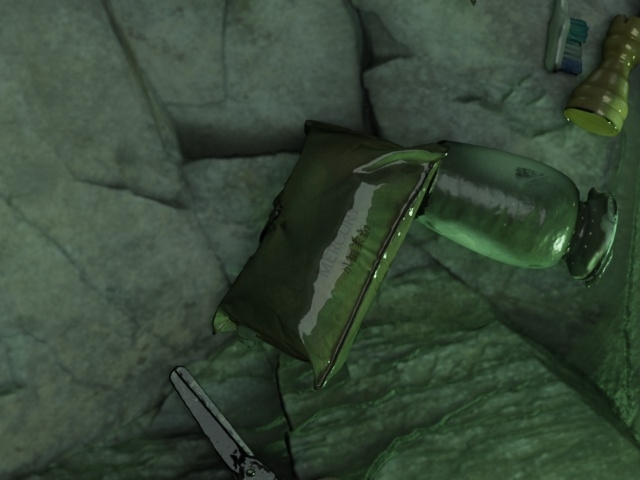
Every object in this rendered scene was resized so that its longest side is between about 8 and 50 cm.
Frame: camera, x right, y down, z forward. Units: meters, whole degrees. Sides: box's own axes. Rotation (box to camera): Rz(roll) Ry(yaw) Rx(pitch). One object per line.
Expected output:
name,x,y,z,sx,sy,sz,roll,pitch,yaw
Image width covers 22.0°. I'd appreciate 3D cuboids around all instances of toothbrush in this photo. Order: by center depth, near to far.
toothbrush,0.289,-0.383,1.754,0.040,0.042,0.418,9,89,-19

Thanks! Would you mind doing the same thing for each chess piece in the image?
chess piece,0.311,-0.177,1.743,0.066,0.066,0.122,27,80,-8

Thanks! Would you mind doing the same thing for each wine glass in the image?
wine glass,0.198,-0.032,1.691,0.204,0.111,0.111,18,85,-10

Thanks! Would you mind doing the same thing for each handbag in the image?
handbag,0.000,0.000,1.643,0.117,0.182,0.270,32,83,-49

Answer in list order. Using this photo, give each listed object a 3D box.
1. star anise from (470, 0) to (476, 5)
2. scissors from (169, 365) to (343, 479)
star anise,0.139,-0.305,1.707,0.124,0.056,0.129,-14,109,20
scissors,-0.056,0.257,1.679,0.160,0.024,0.317,-36,95,-8
